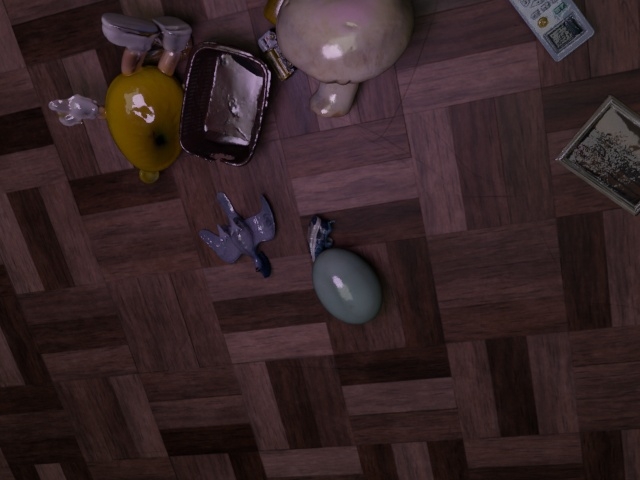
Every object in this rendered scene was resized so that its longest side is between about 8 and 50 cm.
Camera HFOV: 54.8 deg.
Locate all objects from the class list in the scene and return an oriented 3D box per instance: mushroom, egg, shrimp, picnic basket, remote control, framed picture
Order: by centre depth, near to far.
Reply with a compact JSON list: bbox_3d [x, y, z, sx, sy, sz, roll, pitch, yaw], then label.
[{"bbox_3d":[0.491,-0.549,1.395,0.103,0.051,0.293,-38,103,22],"label":"remote control"},{"bbox_3d":[0.031,-0.465,1.396,0.315,0.315,0.356,43,113,-6],"label":"mushroom"},{"bbox_3d":[0.734,-0.201,1.497,0.252,0.014,0.197,34,113,-2],"label":"framed picture"},{"bbox_3d":[-0.232,-0.352,1.580,0.223,0.129,0.296,17,114,4],"label":"picnic basket"},{"bbox_3d":[-0.419,-0.498,1.607,0.190,0.042,0.101,-17,117,17],"label":"shrimp"},{"bbox_3d":[0.072,0.123,1.677,0.168,0.168,0.230,-36,97,22],"label":"egg"}]

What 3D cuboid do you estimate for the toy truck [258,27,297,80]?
[{"bbox_3d":[-0.106,-0.466,1.551,0.063,0.052,0.123,-27,104,26],"label":"toy truck"}]

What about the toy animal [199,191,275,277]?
[{"bbox_3d":[-0.225,-0.013,1.740,0.239,0.176,0.255,-25,69,16],"label":"toy animal"}]

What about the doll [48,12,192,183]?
[{"bbox_3d":[-0.454,-0.367,1.554,0.348,0.161,0.423,25,111,-41],"label":"doll"}]

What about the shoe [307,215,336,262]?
[{"bbox_3d":[0.000,0.000,1.708,0.071,0.064,0.142,3,118,-9],"label":"shoe"}]

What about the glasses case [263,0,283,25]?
[{"bbox_3d":[-0.057,-0.622,1.475,0.079,0.064,0.234,31,112,-10],"label":"glasses case"}]
